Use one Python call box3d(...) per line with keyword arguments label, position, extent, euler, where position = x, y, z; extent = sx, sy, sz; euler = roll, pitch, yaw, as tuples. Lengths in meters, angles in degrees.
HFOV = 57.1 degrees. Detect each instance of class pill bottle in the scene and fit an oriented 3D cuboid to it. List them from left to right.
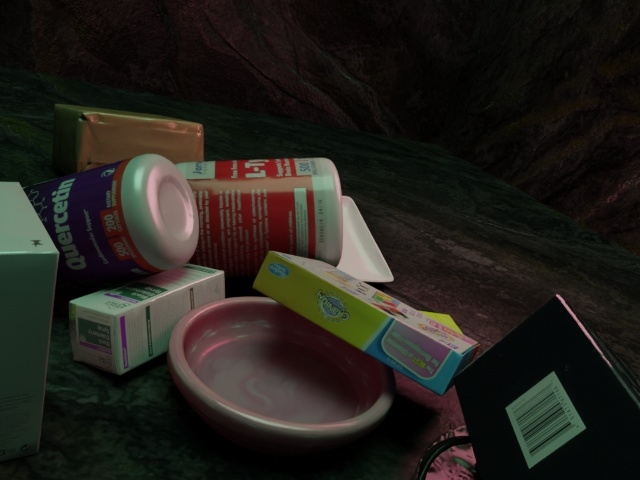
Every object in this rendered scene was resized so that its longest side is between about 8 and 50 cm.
box3d(label="pill bottle", position=(-0.371, -0.017, 0.936), extent=(0.323, 0.181, 0.181), euler=(-12, 16, 15))
box3d(label="pill bottle", position=(-0.172, -0.041, 1.139), extent=(0.408, 0.229, 0.229), euler=(-3, 24, -8))

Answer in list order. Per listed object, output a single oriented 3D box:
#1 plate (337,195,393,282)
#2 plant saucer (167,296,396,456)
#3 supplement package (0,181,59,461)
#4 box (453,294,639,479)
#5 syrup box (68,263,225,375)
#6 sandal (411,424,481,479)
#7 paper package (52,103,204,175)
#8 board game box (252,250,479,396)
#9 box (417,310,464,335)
box3d(label="plate", position=(0.000, 0.000, 1.357), extent=(0.277, 0.045, 0.278), euler=(0, 48, -31))
box3d(label="plant saucer", position=(-0.059, 0.197, 0.864), extent=(0.332, 0.084, 0.332), euler=(13, 21, -5))
box3d(label="supplement package", position=(-0.421, 0.088, 0.637), extent=(0.199, 0.262, 0.198), euler=(-1, 26, -38))
box3d(label="box", position=(0.331, 0.280, 0.613), extent=(0.312, 0.179, 0.343), euler=(41, 18, -12))
box3d(label="syrup box", position=(-0.257, 0.111, 0.907), extent=(0.093, 0.096, 0.237), euler=(8, 15, 28))
box3d(label="sandal", position=(0.156, 0.318, 0.665), extent=(0.168, 0.107, 0.446), euler=(25, 24, 26))
box3d(label="paper package", position=(-0.488, -0.237, 1.478), extent=(0.310, 0.168, 0.325), euler=(-1, 13, -35))
box3d(label="board game box", position=(0.081, 0.121, 0.926), extent=(0.317, 0.064, 0.242), euler=(27, 4, 21))
box3d(label="box", position=(0.184, 0.174, 1.143), extent=(0.178, 0.042, 0.109), euler=(9, 21, -15))
